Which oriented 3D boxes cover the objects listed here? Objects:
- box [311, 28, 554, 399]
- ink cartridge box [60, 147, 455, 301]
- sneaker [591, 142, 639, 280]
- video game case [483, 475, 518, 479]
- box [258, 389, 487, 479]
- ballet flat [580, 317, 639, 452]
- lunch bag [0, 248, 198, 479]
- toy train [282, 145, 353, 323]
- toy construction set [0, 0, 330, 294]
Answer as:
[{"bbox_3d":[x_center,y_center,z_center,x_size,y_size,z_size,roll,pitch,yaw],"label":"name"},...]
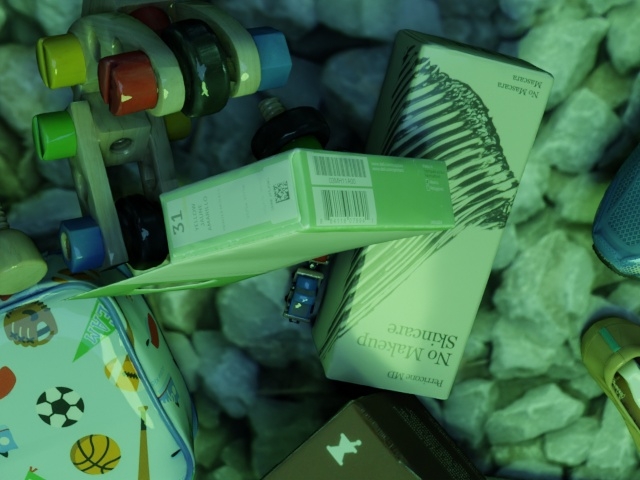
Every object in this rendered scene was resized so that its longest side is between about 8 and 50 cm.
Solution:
[{"bbox_3d":[0.083,-0.020,0.799,0.113,0.094,0.275,11,106,-12],"label":"box"},{"bbox_3d":[-0.048,-0.007,0.705,0.235,0.171,0.056,-13,84,37],"label":"ink cartridge box"},{"bbox_3d":[0.316,-0.109,0.740,0.147,0.129,0.330,19,115,-50],"label":"sneaker"},{"bbox_3d":[0.212,0.379,0.928,0.329,0.036,0.299,10,88,-9],"label":"video game case"},{"bbox_3d":[0.041,0.233,0.796,0.167,0.203,0.168,-42,76,9],"label":"box"},{"bbox_3d":[0.313,0.167,0.894,0.080,0.073,0.232,-42,107,9],"label":"ballet flat"},{"bbox_3d":[-0.263,0.155,0.818,0.304,0.115,0.243,-21,112,2],"label":"lunch bag"},{"bbox_3d":[0.000,0.000,0.829,0.027,0.036,0.158,14,106,-10],"label":"toy train"},{"bbox_3d":[-0.177,-0.110,0.703,0.309,0.257,0.237,-28,71,-6],"label":"toy construction set"}]
